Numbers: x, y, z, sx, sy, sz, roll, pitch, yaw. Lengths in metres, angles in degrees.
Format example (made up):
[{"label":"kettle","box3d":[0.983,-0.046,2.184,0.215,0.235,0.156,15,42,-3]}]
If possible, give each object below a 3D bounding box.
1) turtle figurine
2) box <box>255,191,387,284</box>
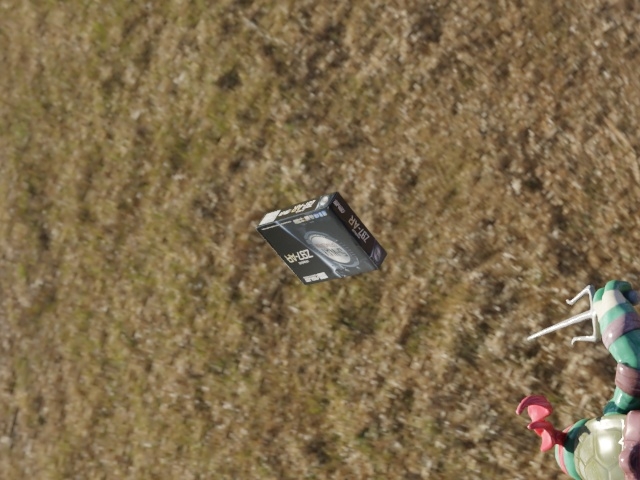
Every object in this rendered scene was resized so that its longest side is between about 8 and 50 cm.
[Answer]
[{"label":"turtle figurine","box3d":[0.220,0.119,0.606,0.118,0.175,0.234,-48,22,-27]},{"label":"box","box3d":[0.000,0.000,0.782,0.083,0.067,0.018,-14,34,45]}]
